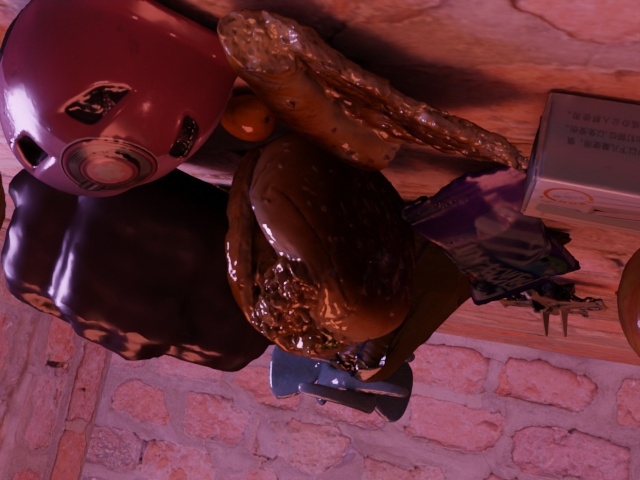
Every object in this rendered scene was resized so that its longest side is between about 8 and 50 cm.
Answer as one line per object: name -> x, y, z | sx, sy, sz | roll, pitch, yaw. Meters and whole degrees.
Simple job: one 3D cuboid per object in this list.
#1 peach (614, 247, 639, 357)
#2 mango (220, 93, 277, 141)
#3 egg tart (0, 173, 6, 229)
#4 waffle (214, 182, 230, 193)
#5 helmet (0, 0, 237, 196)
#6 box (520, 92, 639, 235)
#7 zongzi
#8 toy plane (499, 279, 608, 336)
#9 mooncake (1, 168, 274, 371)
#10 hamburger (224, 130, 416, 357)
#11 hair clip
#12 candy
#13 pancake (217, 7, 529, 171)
peach -> 0.449, 0.088, 0.905 | 0.232, 0.233, 0.232 | 12, 170, 2
mango -> -0.075, -0.125, 0.841 | 0.060, 0.046, 0.089 | 18, -178, -20
egg tart -> -0.523, -0.103, 0.991 | 0.318, 0.319, 0.128 | 18, 136, -32
waffle -> -0.137, -0.044, 1.369 | 0.231, 0.051, 0.228 | 21, 170, -40
helmet -> -0.192, -0.116, 0.739 | 0.198, 0.154, 0.253 | 20, 172, -35
box -> 0.310, -0.049, 0.687 | 0.269, 0.079, 0.135 | 11, 171, 10
zongzi -> 0.172, 0.088, 1.123 | 0.288, 0.260, 0.123 | 11, 167, 17
toy plane -> 0.392, 0.095, 1.437 | 0.192, 0.088, 0.262 | 0, 155, 30
mooncake -> -0.198, 0.015, 1.020 | 0.350, 0.212, 0.381 | 20, -174, 7
hamburger -> 0.000, 0.000, 0.876 | 0.146, 0.243, 0.286 | -23, -177, 32
hair clip -> 0.066, 0.150, 1.471 | 0.391, 0.319, 0.238 | 15, 168, -4
candy -> 0.206, 0.003, 0.961 | 0.145, 0.070, 0.275 | -21, 143, 20
pancake -> 0.051, -0.099, 0.687 | 0.244, 0.057, 0.266 | 23, 178, 18
